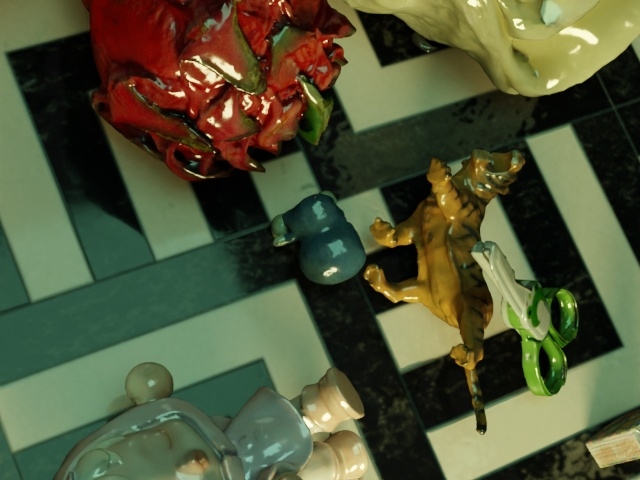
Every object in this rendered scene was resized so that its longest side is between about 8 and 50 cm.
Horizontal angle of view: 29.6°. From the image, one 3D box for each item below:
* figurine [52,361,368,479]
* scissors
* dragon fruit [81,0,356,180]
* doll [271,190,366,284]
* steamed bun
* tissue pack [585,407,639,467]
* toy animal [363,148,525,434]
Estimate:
[{"bbox_3d":[-0.088,0.186,0.933,0.275,0.133,0.200,-16,65,-26],"label":"figurine"},{"bbox_3d":[0.175,0.057,1.040,0.204,0.027,0.101,45,54,-48],"label":"scissors"},{"bbox_3d":[-0.116,-0.181,1.014,0.293,0.234,0.234,27,66,7],"label":"dragon fruit"},{"bbox_3d":[0.000,0.000,1.065,0.076,0.050,0.083,-27,83,-18],"label":"doll"},{"bbox_3d":[0.177,-0.312,1.088,0.394,0.237,0.347,-15,86,-8],"label":"steamed bun"},{"bbox_3d":[0.283,0.171,1.072,0.063,0.083,0.035,-29,81,-22],"label":"tissue pack"},{"bbox_3d":[0.120,0.045,1.070,0.116,0.114,0.255,7,74,-41],"label":"toy animal"}]
